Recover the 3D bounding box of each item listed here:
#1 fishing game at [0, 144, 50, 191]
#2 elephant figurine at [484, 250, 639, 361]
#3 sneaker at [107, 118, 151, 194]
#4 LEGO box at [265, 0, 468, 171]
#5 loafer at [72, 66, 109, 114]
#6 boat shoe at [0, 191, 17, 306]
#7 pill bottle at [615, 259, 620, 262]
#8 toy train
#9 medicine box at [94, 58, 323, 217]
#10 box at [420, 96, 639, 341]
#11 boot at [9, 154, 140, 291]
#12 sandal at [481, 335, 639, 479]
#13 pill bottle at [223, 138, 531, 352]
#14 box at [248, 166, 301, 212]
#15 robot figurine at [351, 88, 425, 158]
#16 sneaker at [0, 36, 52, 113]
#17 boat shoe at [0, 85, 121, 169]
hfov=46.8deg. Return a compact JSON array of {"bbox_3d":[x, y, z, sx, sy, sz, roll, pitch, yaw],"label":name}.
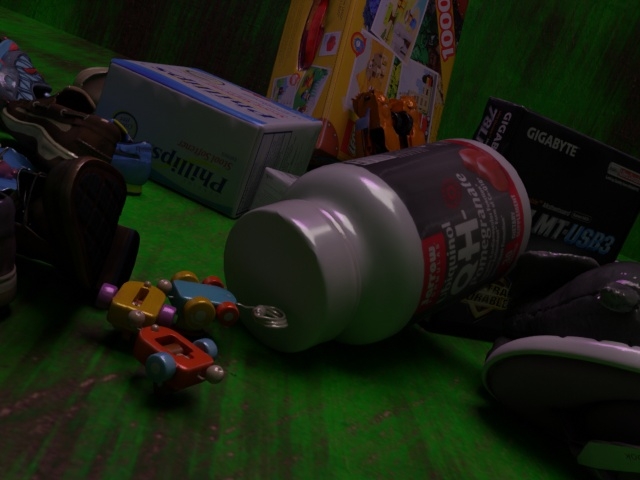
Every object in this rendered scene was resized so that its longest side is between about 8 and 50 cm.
[{"bbox_3d":[-0.385,-0.100,0.803,0.189,0.041,0.264,30,12,34],"label":"fishing game"},{"bbox_3d":[0.250,0.096,0.776,0.239,0.186,0.169,-2,22,47],"label":"elephant figurine"},{"bbox_3d":[-0.305,-0.137,1.011,0.209,0.082,0.069,28,15,29],"label":"sneaker"},{"bbox_3d":[0.101,-0.373,1.597,0.193,0.501,0.372,7,-9,42],"label":"LEGO box"},{"bbox_3d":[-0.333,-0.252,1.402,0.268,0.102,0.092,19,7,-20],"label":"loafer"},{"bbox_3d":[-0.327,-0.046,0.545,0.285,0.092,0.103,28,13,22],"label":"boat shoe"},{"bbox_3d":[0.614,0.083,1.628,0.112,0.112,0.187,21,12,-8],"label":"pill bottle"},{"bbox_3d":[-0.101,0.073,0.562,0.125,0.046,0.166,28,16,19],"label":"toy train"},{"bbox_3d":[-0.174,-0.170,1.194,0.263,0.149,0.289,25,15,12],"label":"medicine box"},{"bbox_3d":[0.283,-0.005,0.985,0.295,0.293,0.073,15,15,-35],"label":"box"},{"bbox_3d":[-0.202,-0.012,0.548,0.106,0.082,0.219,17,-20,-2],"label":"boot"},{"bbox_3d":[0.323,0.198,0.612,0.416,0.169,0.102,21,52,23],"label":"sandal"},{"bbox_3d":[0.063,0.001,0.747,0.176,0.176,0.318,31,32,33],"label":"pill bottle"},{"bbox_3d":[-0.032,-0.041,1.063,0.101,0.087,0.102,13,16,-37],"label":"box"},{"bbox_3d":[0.142,-0.138,1.429,0.085,0.291,0.211,-8,-3,41],"label":"robot figurine"},{"bbox_3d":[-0.464,-0.221,1.116,0.125,0.104,0.262,37,11,-22],"label":"sneaker"},{"bbox_3d":[-0.312,-0.141,0.909,0.257,0.095,0.095,31,-2,44],"label":"boat shoe"}]
